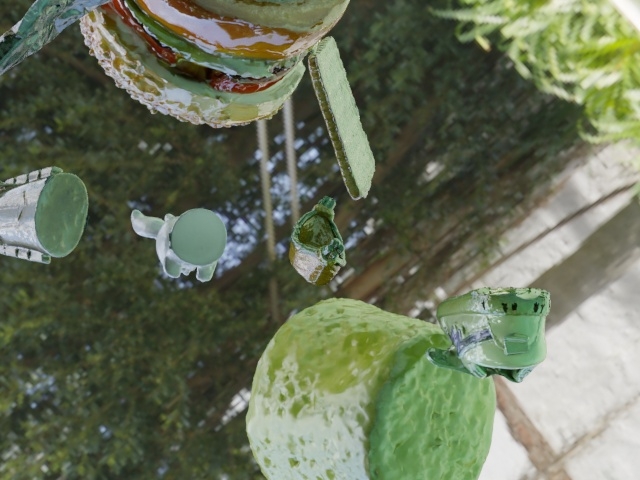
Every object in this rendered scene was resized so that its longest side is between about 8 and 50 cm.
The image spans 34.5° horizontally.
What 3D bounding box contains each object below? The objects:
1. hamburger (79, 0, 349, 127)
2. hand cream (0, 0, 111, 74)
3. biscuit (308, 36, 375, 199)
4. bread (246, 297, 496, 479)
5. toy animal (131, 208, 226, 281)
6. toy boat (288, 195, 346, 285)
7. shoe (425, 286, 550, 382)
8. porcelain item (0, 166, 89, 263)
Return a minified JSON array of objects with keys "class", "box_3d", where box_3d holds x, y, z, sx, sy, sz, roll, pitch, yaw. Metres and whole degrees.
[{"class":"hamburger","box_3d":[-0.141,-0.315,1.316,0.330,0.250,0.330,13,-127,-18]},{"class":"hand cream","box_3d":[-0.209,-0.213,0.919,0.052,0.248,0.075,51,-174,1]},{"class":"biscuit","box_3d":[0.036,-0.202,1.720,0.172,0.029,0.254,-67,-40,-65]},{"class":"bread","box_3d":[0.089,0.263,1.602,0.348,0.348,0.308,40,155,-29]},{"class":"toy animal","box_3d":[-0.252,0.006,1.813,0.221,0.104,0.130,5,104,62]},{"class":"toy boat","box_3d":[0.000,0.000,1.556,0.089,0.088,0.229,25,-165,-12]},{"class":"shoe","box_3d":[0.220,0.121,1.367,0.140,0.128,0.262,16,165,-3]},{"class":"porcelain item","box_3d":[-0.300,-0.022,0.946,0.054,0.213,0.084,26,-110,-47]}]
